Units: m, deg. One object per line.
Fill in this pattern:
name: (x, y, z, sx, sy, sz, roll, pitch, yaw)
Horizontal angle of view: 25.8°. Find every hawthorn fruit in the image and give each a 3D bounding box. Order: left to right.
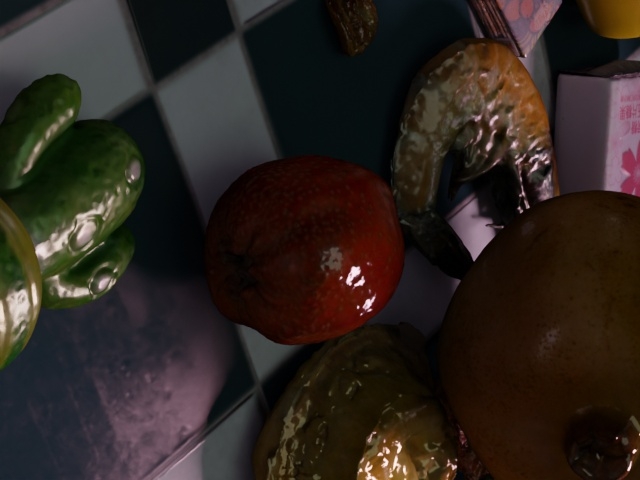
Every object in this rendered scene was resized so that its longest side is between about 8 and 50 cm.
hawthorn fruit: (0.000, 0.000, 1.468, 0.253, 0.205, 0.205, -22, 115, -41)

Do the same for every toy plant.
toy plant: (-0.270, -0.016, 1.226, 0.316, 0.184, 0.224, -41, 133, -54)

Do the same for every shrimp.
shrimp: (0.217, -0.046, 1.786, 0.272, 0.085, 0.445, -45, 128, -23)

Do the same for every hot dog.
hot dog: (0.036, -0.248, 1.572, 0.058, 0.035, 0.083, -43, 128, -27)

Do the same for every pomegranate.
pomegranate: (0.345, 0.149, 1.650, 0.416, 0.416, 0.416, -13, 108, -45)

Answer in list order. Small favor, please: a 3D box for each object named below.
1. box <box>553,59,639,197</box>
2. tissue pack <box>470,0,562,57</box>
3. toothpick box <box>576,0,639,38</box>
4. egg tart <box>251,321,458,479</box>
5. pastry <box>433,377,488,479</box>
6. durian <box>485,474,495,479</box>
box: (0.411, -0.068, 1.964, 0.190, 0.112, 0.369, -13, 109, -46)
tissue pack: (0.238, -0.319, 1.756, 0.108, 0.060, 0.148, -53, 132, -23)
toothpick box: (0.394, -0.401, 1.825, 0.175, 0.175, 0.271, -45, 131, -31)
egg tart: (0.059, 0.262, 1.650, 0.341, 0.129, 0.341, -11, 105, -44)
pastry: (0.182, 0.238, 1.828, 0.087, 0.063, 0.169, -44, 131, -39)
durian: (0.327, 0.329, 1.901, 0.237, 0.176, 0.200, -24, 137, -53)
